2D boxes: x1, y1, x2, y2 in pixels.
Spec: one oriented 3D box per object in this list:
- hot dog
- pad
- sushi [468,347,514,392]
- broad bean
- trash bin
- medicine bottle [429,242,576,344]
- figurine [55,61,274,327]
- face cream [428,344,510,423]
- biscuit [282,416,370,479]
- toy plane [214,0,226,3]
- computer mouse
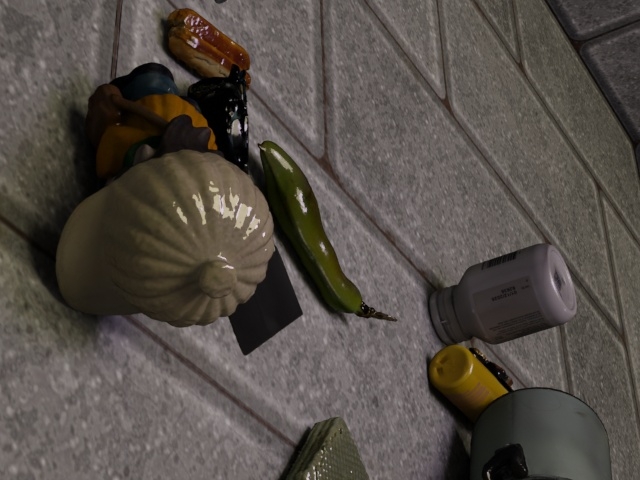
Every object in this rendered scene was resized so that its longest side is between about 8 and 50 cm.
[{"bbox_3d":[-0.139,-0.238,1.778,0.165,0.045,0.071,33,41,-55],"label":"hot dog"},{"bbox_3d":[-0.076,0.064,1.728,0.116,0.004,0.193,68,23,-5],"label":"pad"},{"bbox_3d":[0.288,0.217,2.286,0.126,0.026,0.120,31,-10,44],"label":"sushi"},{"bbox_3d":[-0.008,0.002,1.867,0.075,0.067,0.325,-45,119,-32],"label":"broad bean"},{"bbox_3d":[0.328,0.374,2.071,0.277,0.217,0.262,63,17,-18],"label":"trash bin"},{"bbox_3d":[0.290,0.096,2.245,0.135,0.215,0.135,47,33,-43],"label":"medicine bottle"},{"bbox_3d":[-0.145,-0.060,1.420,0.185,0.204,0.332,48,31,-37],"label":"figurine"},{"bbox_3d":[0.266,0.259,2.238,0.273,0.078,0.078,44,34,-45],"label":"face cream"},{"bbox_3d":[0.040,0.355,1.696,0.252,0.052,0.150,67,24,-13],"label":"biscuit"},{"bbox_3d":[-0.089,-0.419,1.752,0.212,0.267,0.088,53,23,-36],"label":"toy plane"},{"bbox_3d":[-0.123,-0.137,1.661,0.242,0.077,0.146,-114,-155,-81],"label":"computer mouse"}]
